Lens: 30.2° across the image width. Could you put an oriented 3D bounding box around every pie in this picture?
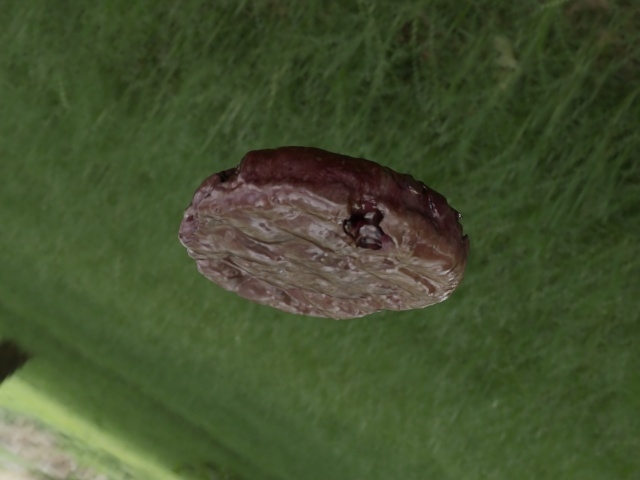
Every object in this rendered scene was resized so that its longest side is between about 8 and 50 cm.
[{"bbox_3d":[0.000,0.000,0.593,0.153,0.038,0.153,9,157,4],"label":"pie"}]
